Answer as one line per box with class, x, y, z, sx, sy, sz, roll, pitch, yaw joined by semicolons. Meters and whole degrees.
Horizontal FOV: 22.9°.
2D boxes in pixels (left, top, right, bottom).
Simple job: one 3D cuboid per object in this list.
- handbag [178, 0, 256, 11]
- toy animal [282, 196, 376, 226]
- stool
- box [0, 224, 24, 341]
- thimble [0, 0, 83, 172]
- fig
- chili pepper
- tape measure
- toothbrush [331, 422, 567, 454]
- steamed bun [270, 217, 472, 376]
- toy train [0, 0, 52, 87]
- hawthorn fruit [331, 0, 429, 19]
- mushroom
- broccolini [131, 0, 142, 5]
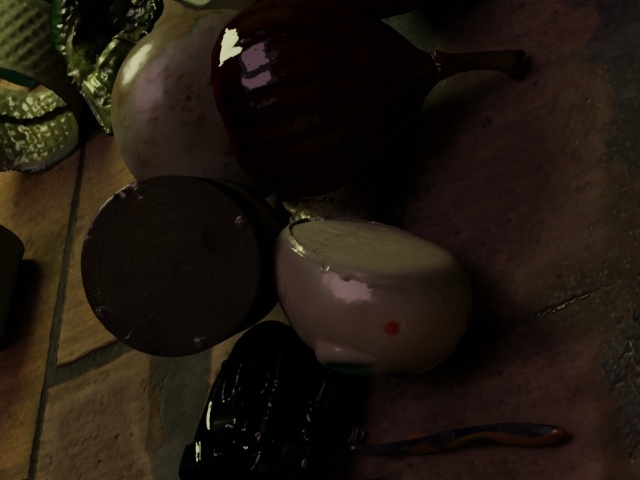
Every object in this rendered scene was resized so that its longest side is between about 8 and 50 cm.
handbag;-0.129;-0.413;2.137;0.256;0.079;0.219;30;90;53
toy animal;0.000;0.000;1.694;0.137;0.098;0.098;7;74;49
stool;-0.131;0.022;1.639;0.179;0.179;0.264;-61;-4;3
box;-0.546;0.057;2.236;0.226;0.226;0.149;-16;56;46
thimble;-0.469;-0.231;2.290;0.271;0.271;0.150;-27;47;40
fig;0.054;-0.171;1.654;0.321;0.217;0.217;-13;54;15
chili pepper;-0.279;-0.264;2.182;0.148;0.116;0.264;-50;61;32
tape measure;-0.058;0.175;1.633;0.199;0.112;0.186;-22;44;54
toothbrush;0.109;0.189;1.498;0.321;0.023;0.031;-8;65;50
steamed bun;0.048;0.061;1.534;0.228;0.177;0.130;28;115;52
toy train;-0.436;-0.401;2.484;0.194;0.120;0.298;-32;46;44
hawthorn fruit;0.044;-0.377;1.755;0.330;0.287;0.287;-15;56;65
mushroom;-0.128;-0.150;1.865;0.243;0.243;0.243;-30;47;38
broccolini;-0.265;-0.360;2.308;0.140;0.035;0.030;-40;38;31
